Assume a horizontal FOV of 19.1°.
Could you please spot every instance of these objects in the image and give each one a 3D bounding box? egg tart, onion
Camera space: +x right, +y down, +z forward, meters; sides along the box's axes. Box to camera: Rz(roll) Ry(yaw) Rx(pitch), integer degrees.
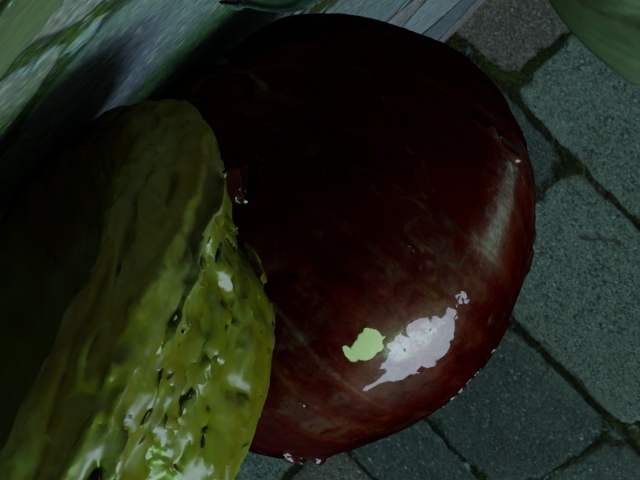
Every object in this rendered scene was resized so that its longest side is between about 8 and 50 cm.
[{"bbox_3d":[-0.106,0.074,0.895,0.294,0.123,0.294,-48,-154,34],"label":"egg tart"},{"bbox_3d":[0.000,0.000,1.117,0.276,0.276,0.276,-44,179,-1],"label":"onion"}]

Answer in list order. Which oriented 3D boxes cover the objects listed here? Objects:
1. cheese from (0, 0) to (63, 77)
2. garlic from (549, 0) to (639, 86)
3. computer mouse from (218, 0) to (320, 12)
[{"bbox_3d":[-0.048,-0.116,0.511,0.400,0.034,0.085,-44,179,27],"label":"cheese"},{"bbox_3d":[0.228,-0.214,1.003,0.317,0.259,0.317,-38,150,-28],"label":"garlic"},{"bbox_3d":[0.015,-0.144,0.793,0.126,0.071,0.231,-44,180,-9],"label":"computer mouse"}]
